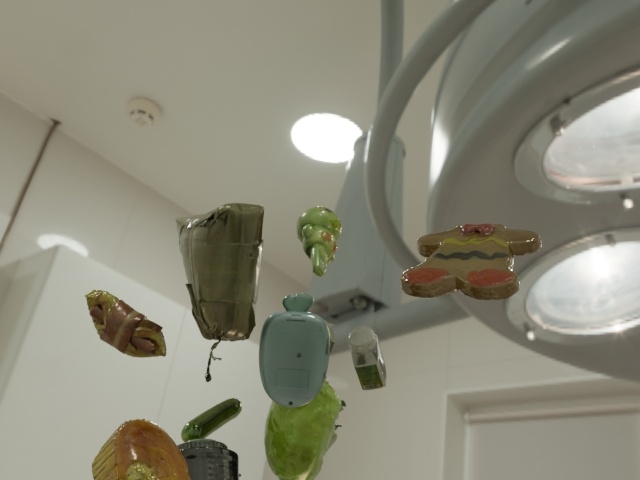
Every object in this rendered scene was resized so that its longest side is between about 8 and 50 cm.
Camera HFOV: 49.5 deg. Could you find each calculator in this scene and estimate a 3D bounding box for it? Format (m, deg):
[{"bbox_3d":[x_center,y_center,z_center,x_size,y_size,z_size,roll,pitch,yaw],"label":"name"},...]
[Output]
[{"bbox_3d":[-0.069,0.286,1.814,0.186,0.298,0.041,5,-1,1],"label":"calculator"}]

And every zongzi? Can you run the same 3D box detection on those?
[{"bbox_3d":[-0.297,0.129,1.840,0.182,0.446,0.418,8,-6,-36],"label":"zongzi"}]

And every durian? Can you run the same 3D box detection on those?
[{"bbox_3d":[-0.047,0.530,1.965,0.205,0.339,0.256,5,-29,31],"label":"durian"}]

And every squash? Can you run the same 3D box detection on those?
[{"bbox_3d":[-0.304,0.503,1.940,0.066,0.066,0.229,-13,4,34],"label":"squash"}]

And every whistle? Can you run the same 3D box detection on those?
[{"bbox_3d":[0.008,-0.006,1.976,0.141,0.294,0.141,-5,-63,-11],"label":"whistle"}]

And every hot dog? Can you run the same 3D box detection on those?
[{"bbox_3d":[-0.516,0.225,1.797,0.262,0.093,0.123,30,-63,8],"label":"hot dog"}]

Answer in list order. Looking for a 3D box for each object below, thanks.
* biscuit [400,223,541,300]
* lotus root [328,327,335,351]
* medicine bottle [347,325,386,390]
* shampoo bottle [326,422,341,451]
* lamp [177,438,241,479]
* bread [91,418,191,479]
[{"bbox_3d":[0.410,0.044,1.968,0.368,0.394,0.076,0,-65,30],"label":"biscuit"},{"bbox_3d":[-0.060,0.342,2.444,0.235,0.138,0.118,22,-69,13],"label":"lotus root"},{"bbox_3d":[0.150,0.368,2.214,0.088,0.132,0.188,-11,-53,11],"label":"medicine bottle"},{"bbox_3d":[0.010,0.709,2.485,0.079,0.162,0.079,19,-54,28],"label":"shampoo bottle"},{"bbox_3d":[-0.296,0.650,1.765,0.205,0.272,0.374,-32,-60,33],"label":"lamp"},{"bbox_3d":[-0.362,0.498,1.437,0.179,0.250,0.133,19,-57,-45],"label":"bread"}]
